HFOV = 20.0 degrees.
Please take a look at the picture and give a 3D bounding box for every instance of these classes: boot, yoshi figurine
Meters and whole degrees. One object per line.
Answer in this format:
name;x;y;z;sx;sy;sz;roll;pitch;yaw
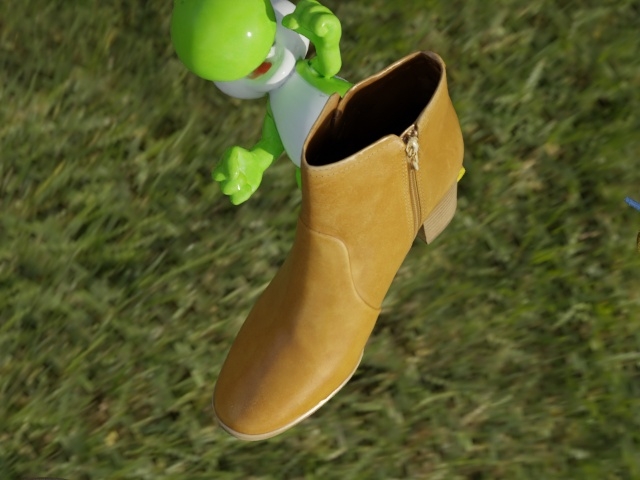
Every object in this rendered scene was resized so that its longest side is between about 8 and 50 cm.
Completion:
boot;0.001;0.000;1.382;0.104;0.211;0.295;34;73;25
yoshi figurine;-0.033;-0.147;1.873;0.203;0.203;0.362;-40;81;-24

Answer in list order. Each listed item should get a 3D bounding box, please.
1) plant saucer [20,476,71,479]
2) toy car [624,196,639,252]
plant saucer;-0.258;0.369;1.765;0.278;0.041;0.278;11;74;-40
toy car;0.101;-0.049;0.452;0.040;0.060;0.122;18;47;1
